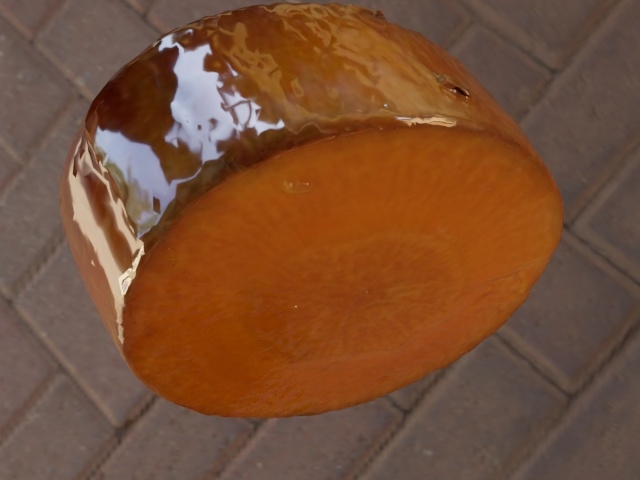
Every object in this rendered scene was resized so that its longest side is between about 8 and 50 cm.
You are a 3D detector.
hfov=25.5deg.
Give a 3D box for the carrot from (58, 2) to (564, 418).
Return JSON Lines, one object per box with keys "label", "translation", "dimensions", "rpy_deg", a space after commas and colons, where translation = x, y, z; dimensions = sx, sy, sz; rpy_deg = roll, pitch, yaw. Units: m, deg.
{"label": "carrot", "translation": [0.000, 0.000, 0.770], "dimensions": [0.258, 0.307, 0.100], "rpy_deg": [-22, 58, 10]}
